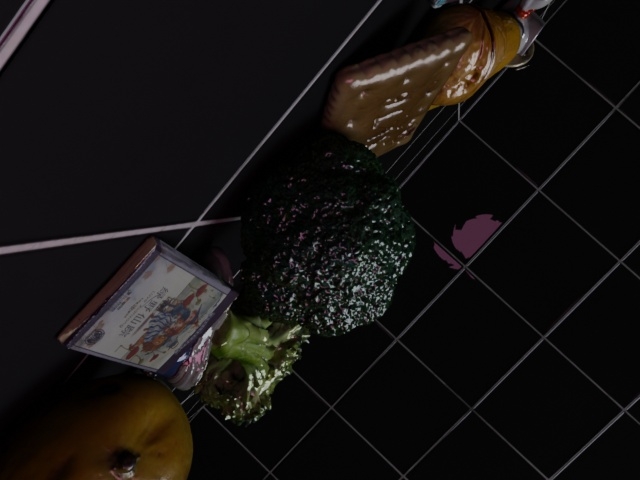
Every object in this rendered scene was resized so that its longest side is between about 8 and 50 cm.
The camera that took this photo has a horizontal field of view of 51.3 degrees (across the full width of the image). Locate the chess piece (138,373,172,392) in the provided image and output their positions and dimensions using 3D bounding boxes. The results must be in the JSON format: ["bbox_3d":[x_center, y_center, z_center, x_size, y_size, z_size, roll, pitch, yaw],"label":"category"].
[{"bbox_3d":[-0.376,0.386,1.270,0.330,0.182,0.182,-57,170,32],"label":"chess piece"}]

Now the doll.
[{"bbox_3d":[0.488,-0.524,1.545,0.271,0.144,0.208,-45,167,29],"label":"doll"}]

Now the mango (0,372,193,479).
[{"bbox_3d":[-0.366,0.360,0.927,0.445,0.221,0.301,-40,-177,21],"label":"mango"}]

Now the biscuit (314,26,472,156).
[{"bbox_3d":[0.092,-0.194,1.019,0.217,0.044,0.325,-25,167,-17],"label":"biscuit"}]

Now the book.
[{"bbox_3d":[-0.202,0.093,0.838,0.157,0.026,0.231,-47,155,-2],"label":"book"}]

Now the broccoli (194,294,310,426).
[{"bbox_3d":[-0.183,0.258,1.502,0.397,0.274,0.354,-49,136,-71],"label":"broccoli"}]

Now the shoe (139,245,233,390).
[{"bbox_3d":[-0.215,0.109,0.986,0.099,0.125,0.228,30,-77,61],"label":"shoe"}]

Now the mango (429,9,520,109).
[{"bbox_3d":[0.285,-0.354,1.325,0.316,0.119,0.176,-41,180,-15],"label":"mango"}]

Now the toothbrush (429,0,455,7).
[{"bbox_3d":[0.227,-0.397,1.075,0.026,0.022,0.263,-37,-178,36],"label":"toothbrush"}]

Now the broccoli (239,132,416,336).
[{"bbox_3d":[0.000,0.000,1.004,0.297,0.297,0.297,-46,-163,-12],"label":"broccoli"}]

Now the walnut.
[{"bbox_3d":[0.223,-0.305,1.086,0.144,0.144,0.180,-43,168,-39],"label":"walnut"}]
